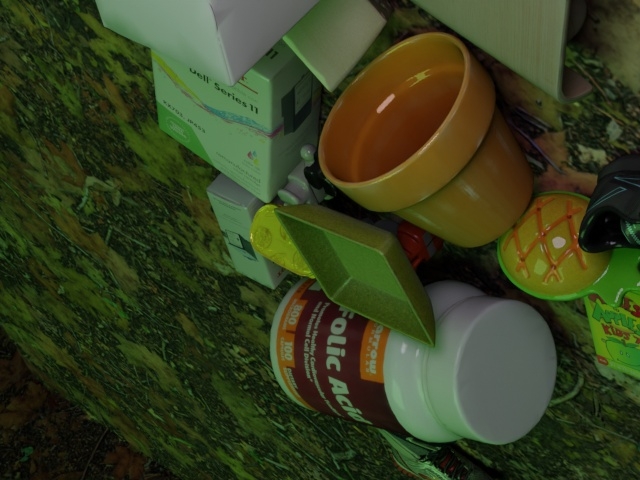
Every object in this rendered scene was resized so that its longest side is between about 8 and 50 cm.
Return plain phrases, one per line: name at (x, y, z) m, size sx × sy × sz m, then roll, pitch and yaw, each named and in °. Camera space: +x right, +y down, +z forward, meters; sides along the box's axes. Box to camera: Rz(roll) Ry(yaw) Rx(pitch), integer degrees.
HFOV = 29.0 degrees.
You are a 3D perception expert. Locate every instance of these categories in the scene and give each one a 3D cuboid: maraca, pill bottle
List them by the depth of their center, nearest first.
maraca at (0.285, 0.010, 1.396) m, size 0.185 × 0.127 × 0.099 m, roll 15°, pitch 177°, yaw 33°
pill bottle at (0.123, 0.160, 1.736) m, size 0.392 × 0.224 × 0.224 m, roll 4°, pitch 135°, yaw 53°

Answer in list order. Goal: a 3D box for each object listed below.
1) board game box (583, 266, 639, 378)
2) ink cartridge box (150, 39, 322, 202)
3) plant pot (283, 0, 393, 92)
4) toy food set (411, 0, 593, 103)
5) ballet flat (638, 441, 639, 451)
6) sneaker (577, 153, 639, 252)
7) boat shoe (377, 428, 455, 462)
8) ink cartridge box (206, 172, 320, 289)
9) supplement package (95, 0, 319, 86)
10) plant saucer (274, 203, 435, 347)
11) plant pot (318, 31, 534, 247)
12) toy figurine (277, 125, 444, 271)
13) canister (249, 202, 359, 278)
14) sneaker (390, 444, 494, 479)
board game box at (0.369, 0.091, 1.484) m, size 0.092 × 0.043 × 0.181 m, roll 21°, pitch 148°, yaw 38°
ink cartridge box at (-0.108, -0.227, 1.577) m, size 0.207 × 0.119 × 0.353 m, roll 35°, pitch 154°, yaw 16°
plant pot at (0.018, -0.247, 1.366) m, size 0.096 × 0.109 × 0.109 m, roll -39°, pitch 101°, yaw 22°
toy food set at (0.173, -0.288, 1.135) m, size 0.219 × 0.092 × 0.306 m, roll 41°, pitch 157°, yaw 30°
ballet flat at (0.483, 0.237, 1.512) m, size 0.096 × 0.095 × 0.280 m, roll 30°, pitch 164°, yaw 3°
sneaker at (0.365, -0.032, 1.223) m, size 0.101 × 0.106 × 0.267 m, roll 51°, pitch 152°, yaw -16°
boat shoe at (0.097, 0.221, 2.019) m, size 0.340 × 0.127 × 0.158 m, roll 37°, pitch 149°, yaw -8°
ink cartridge box at (-0.075, -0.045, 1.796) m, size 0.082 × 0.140 × 0.191 m, roll 24°, pitch 150°, yaw 30°
supplement package at (-0.071, -0.323, 1.165) m, size 0.175 × 0.293 × 0.178 m, roll 28°, pitch 151°, yaw 27°
plant saucer at (0.053, 0.031, 1.508) m, size 0.188 × 0.045 × 0.188 m, roll 22°, pitch 154°, yaw 42°
plant pot at (0.134, -0.093, 1.376) m, size 0.188 × 0.205 × 0.205 m, roll 40°, pitch 160°, yaw -33°
toy figurine at (0.071, -0.064, 1.565) m, size 0.213 × 0.148 × 0.209 m, roll 42°, pitch 161°, yaw -6°
canister at (0.000, 0.000, 1.735) m, size 0.126 × 0.073 × 0.170 m, roll 27°, pitch -166°, yaw 30°
sneaker at (0.207, 0.393, 2.151) m, size 0.225 × 0.088 × 0.093 m, roll 24°, pitch 148°, yaw 33°
